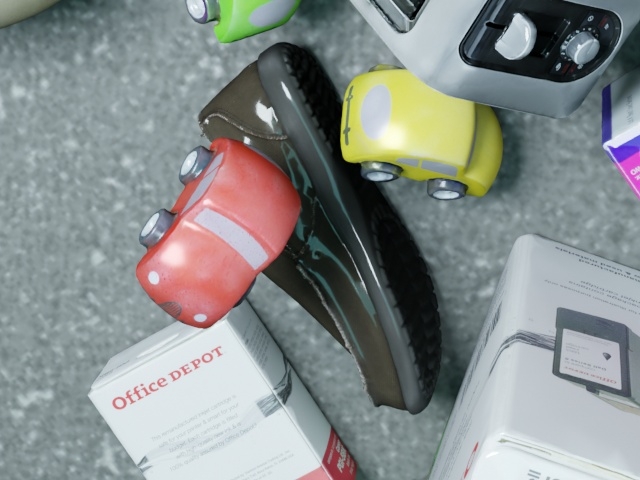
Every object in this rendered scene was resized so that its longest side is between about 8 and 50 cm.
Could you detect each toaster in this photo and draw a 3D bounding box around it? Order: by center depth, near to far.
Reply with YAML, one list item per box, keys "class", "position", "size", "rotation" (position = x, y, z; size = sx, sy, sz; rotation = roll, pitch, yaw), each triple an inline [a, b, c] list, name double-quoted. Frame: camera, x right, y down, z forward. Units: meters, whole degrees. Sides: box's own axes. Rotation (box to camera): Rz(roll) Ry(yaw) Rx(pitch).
- class: "toaster"
  position: [0.088, -0.179, 0.936]
  size: [0.186, 0.110, 0.168]
  rotation: [55, 125, 33]

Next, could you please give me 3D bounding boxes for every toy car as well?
- class: "toy car"
  position: [-0.018, -0.096, 0.986]
  size: [0.053, 0.239, 0.225]
  rotation: [-21, 92, 57]

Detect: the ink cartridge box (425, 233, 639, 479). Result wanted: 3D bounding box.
- class: "ink cartridge box"
  position: [0.115, 0.142, 0.995]
  size: [0.115, 0.273, 0.198]
  rotation: [19, 112, 2]

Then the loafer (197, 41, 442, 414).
- class: "loafer"
  position: [0.000, 0.000, 1.073]
  size: [0.078, 0.080, 0.220]
  rotation: [-22, 95, 20]

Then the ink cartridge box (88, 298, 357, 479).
- class: "ink cartridge box"
  position: [-0.056, 0.111, 1.127]
  size: [0.099, 0.056, 0.135]
  rotation: [-28, 104, 17]

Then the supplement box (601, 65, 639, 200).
- class: "supplement box"
  position: [0.252, -0.005, 1.007]
  size: [0.114, 0.111, 0.220]
  rotation: [-31, 103, 17]

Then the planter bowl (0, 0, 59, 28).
- class: "planter bowl"
  position: [-0.163, -0.184, 0.998]
  size: [0.109, 0.162, 0.162]
  rotation: [-2, 112, -19]
